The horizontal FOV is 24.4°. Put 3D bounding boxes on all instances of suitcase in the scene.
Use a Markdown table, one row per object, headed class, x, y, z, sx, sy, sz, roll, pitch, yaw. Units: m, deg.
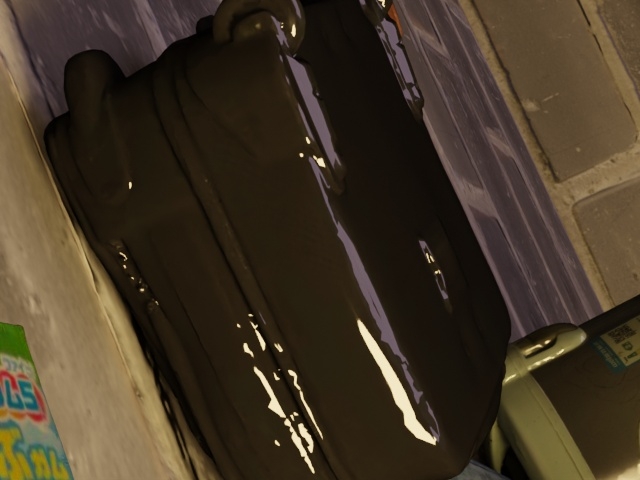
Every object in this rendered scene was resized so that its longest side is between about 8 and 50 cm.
| class | x | y | z | sx | sy | sz | roll | pitch | yaw |
| --- | --- | --- | --- | --- | --- | --- | --- | --- | --- |
| suitcase | 0.000 | 0.000 | 0.964 | 0.339 | 0.188 | 0.345 | 64 | 15 | -6 |

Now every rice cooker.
| class | x | y | z | sx | sy | sz | roll | pitch | yaw |
| --- | --- | --- | --- | --- | --- | --- | --- | --- | --- |
| rice cooker | 0.307 | 0.207 | 1.480 | 0.288 | 0.277 | 0.288 | 155 | -90 | -88 |

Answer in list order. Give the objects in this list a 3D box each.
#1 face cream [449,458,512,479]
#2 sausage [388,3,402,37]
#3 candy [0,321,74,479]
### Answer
| class | x | y | z | sx | sy | sz | roll | pitch | yaw |
| --- | --- | --- | --- | --- | --- | --- | --- | --- | --- |
| face cream | 0.151 | 0.243 | 1.223 | 0.385 | 0.086 | 0.135 | 32 | 32 | -35 |
| sausage | -0.003 | -0.304 | 1.587 | 0.121 | 0.121 | 0.304 | 39 | 28 | -57 |
| candy | -0.131 | 0.125 | 0.564 | 0.194 | 0.062 | 0.097 | 67 | 16 | 17 |
